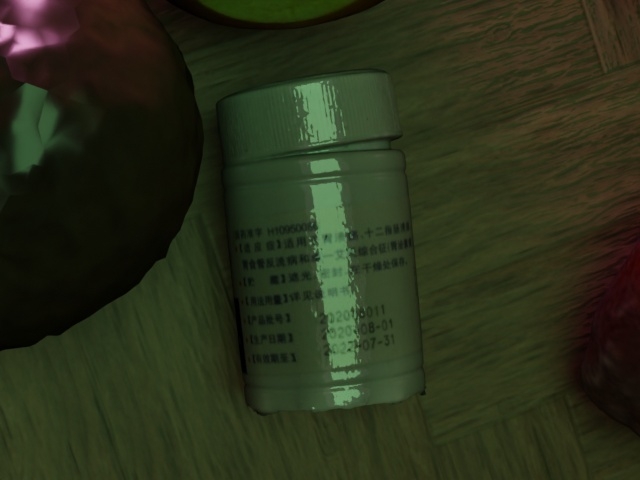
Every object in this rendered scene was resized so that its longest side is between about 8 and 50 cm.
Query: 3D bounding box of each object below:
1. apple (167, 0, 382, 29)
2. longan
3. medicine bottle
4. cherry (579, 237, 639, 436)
[{"bbox_3d":[-0.026,-0.374,1.185,0.374,0.384,0.374,2,84,-16],"label":"apple"},{"bbox_3d":[-0.299,-0.088,1.126,0.391,0.391,0.391,0,90,-14],"label":"longan"},{"bbox_3d":[0.000,0.000,1.293,0.190,0.190,0.332,-6,92,-13],"label":"medicine bottle"},{"bbox_3d":[0.471,0.096,1.374,0.326,0.291,0.335,26,103,-22],"label":"cherry"}]
